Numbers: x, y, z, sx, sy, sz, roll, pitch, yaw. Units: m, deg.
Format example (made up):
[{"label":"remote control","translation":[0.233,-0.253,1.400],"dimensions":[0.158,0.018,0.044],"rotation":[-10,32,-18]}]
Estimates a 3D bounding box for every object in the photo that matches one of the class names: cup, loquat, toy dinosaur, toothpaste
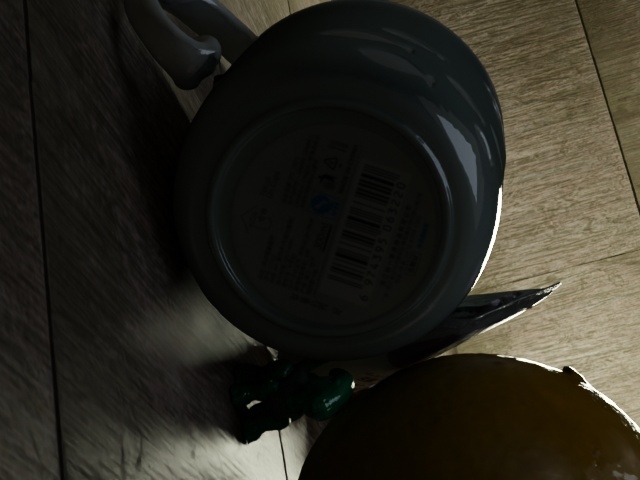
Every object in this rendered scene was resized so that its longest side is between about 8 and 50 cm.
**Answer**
[{"label":"cup","translation":[-0.017,-0.083,1.150],"dimensions":[0.357,0.259,0.274],"rotation":[42,15,-7]},{"label":"loquat","translation":[0.151,0.242,1.180],"dimensions":[0.328,0.359,0.328],"rotation":[29,-51,43]},{"label":"toy dinosaur","translation":[-0.017,0.121,1.168],"dimensions":[0.132,0.096,0.059],"rotation":[-65,140,-73]},{"label":"toothpaste","translation":[0.070,0.083,1.245],"dimensions":[0.114,0.299,0.073],"rotation":[-16,87,-37]}]

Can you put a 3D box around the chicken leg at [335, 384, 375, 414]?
[{"label":"chicken leg","translation":[0.081,0.055,1.506],"dimensions":[0.177,0.083,0.322],"rotation":[103,12,-61]}]
